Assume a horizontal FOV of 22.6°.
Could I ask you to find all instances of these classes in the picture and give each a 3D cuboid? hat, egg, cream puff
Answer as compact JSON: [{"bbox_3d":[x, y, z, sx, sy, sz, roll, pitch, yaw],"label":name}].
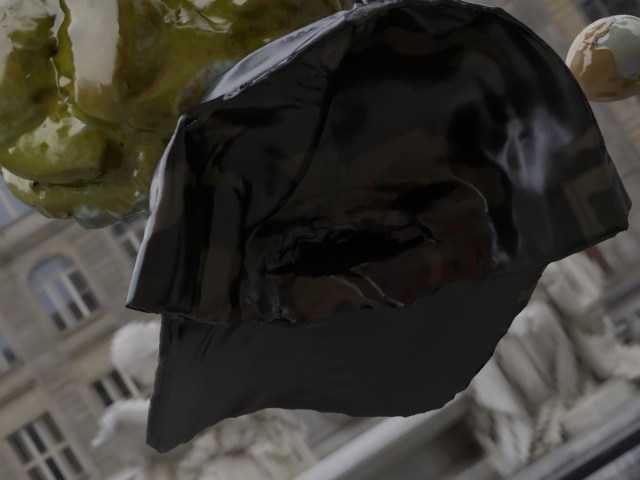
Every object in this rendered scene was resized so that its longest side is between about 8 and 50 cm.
[{"bbox_3d":[0.000,0.000,1.180,0.366,0.257,0.381,-3,-14,-23],"label":"hat"},{"bbox_3d":[0.242,-0.150,1.339,0.083,0.071,0.071,-35,-4,-19],"label":"egg"},{"bbox_3d":[-0.162,-0.203,1.323,0.378,0.275,0.378,-24,30,15],"label":"cream puff"}]
